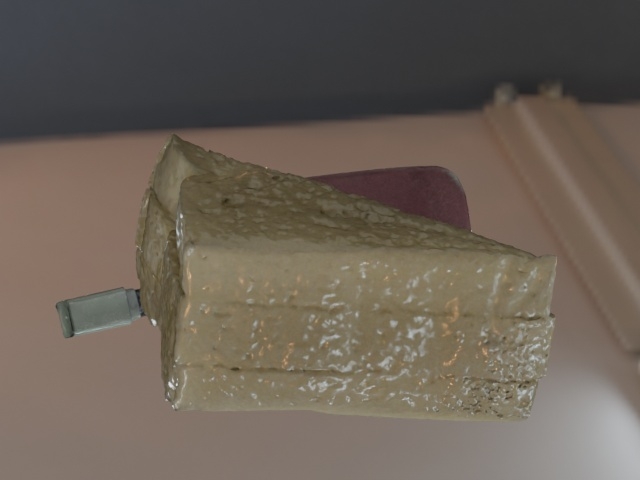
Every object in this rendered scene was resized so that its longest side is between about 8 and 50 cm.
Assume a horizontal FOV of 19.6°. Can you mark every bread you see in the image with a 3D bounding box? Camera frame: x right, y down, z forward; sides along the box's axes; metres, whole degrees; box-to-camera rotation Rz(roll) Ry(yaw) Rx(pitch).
[{"bbox_3d":[0.007,0.016,0.732,0.152,0.077,0.105,5,-156,-11],"label":"bread"}]

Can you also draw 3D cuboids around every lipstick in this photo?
[{"bbox_3d":[-0.120,0.041,1.223,0.107,0.025,0.025,-12,178,-27],"label":"lipstick"}]

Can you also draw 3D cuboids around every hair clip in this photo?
[{"bbox_3d":[0.000,-0.001,0.825,0.137,0.054,0.022,-7,167,22],"label":"hair clip"}]
